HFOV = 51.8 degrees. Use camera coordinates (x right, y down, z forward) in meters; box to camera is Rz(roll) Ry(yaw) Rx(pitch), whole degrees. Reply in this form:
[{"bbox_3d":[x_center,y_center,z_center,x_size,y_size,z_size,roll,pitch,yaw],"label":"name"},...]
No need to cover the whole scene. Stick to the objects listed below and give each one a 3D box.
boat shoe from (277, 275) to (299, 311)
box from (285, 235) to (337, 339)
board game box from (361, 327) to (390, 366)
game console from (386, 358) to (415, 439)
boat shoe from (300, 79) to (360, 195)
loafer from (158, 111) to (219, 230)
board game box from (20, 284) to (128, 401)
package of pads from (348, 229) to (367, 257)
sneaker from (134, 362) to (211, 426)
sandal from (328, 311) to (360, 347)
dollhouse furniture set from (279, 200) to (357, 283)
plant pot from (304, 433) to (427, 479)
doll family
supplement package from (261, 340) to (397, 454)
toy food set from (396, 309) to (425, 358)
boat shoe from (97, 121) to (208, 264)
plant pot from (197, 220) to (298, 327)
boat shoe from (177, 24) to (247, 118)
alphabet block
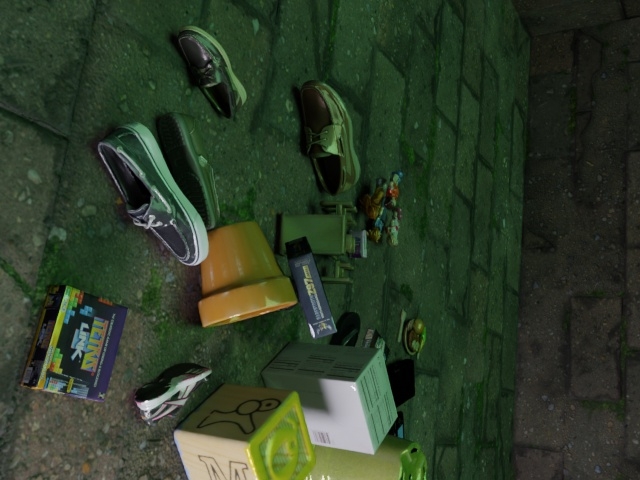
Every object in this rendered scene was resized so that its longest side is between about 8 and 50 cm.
[{"bbox_3d":[-0.082,0.139,1.603,0.226,0.083,0.076,-16,101,-58],"label":"boat shoe"},{"bbox_3d":[-0.025,0.099,1.474,0.233,0.059,0.183,-112,-177,-79],"label":"box"},{"bbox_3d":[0.144,0.409,1.998,0.136,0.030,0.260,60,42,-40],"label":"board game box"},{"bbox_3d":[0.257,0.579,2.148,0.213,0.044,0.361,-7,95,-59],"label":"game console"},{"bbox_3d":[0.019,-0.265,1.756,0.116,0.123,0.324,-51,128,-43],"label":"boat shoe"},{"bbox_3d":[-0.249,-0.143,1.345,0.087,0.094,0.251,-30,113,-50],"label":"loafer"},{"bbox_3d":[-0.411,0.176,1.116,0.141,0.048,0.170,32,62,-51],"label":"board game box"},{"bbox_3d":[0.110,0.011,1.943,0.032,0.050,0.083,2,87,-63],"label":"package of pads"},{"bbox_3d":[-0.290,0.303,1.297,0.178,0.072,0.077,-21,118,-48],"label":"sneaker"},{"bbox_3d":[0.064,0.307,1.851,0.254,0.054,0.097,-58,134,-42],"label":"sandal"},{"bbox_3d":[0.000,0.000,1.733,0.242,0.161,0.212,39,52,-76],"label":"dollhouse furniture set"},{"bbox_3d":[0.136,0.617,1.764,0.276,0.254,0.276,3,86,-58],"label":"plant pot"},{"bbox_3d":[0.184,-0.084,2.037,0.263,0.118,0.163,80,22,-47],"label":"doll family"},{"bbox_3d":[0.024,0.373,1.591,0.145,0.262,0.204,-41,122,-50],"label":"supplement package"},{"bbox_3d":[0.326,0.329,2.278,0.192,0.038,0.132,42,54,-48],"label":"toy food set"},{"bbox_3d":[-0.314,-0.068,1.230,0.102,0.108,0.301,-50,127,-47],"label":"boat shoe"},{"bbox_3d":[-0.169,0.067,1.388,0.205,0.205,0.188,-3,75,-58],"label":"plant pot"},{"bbox_3d":[-0.231,-0.352,1.401,0.223,0.080,0.073,55,40,-47],"label":"boat shoe"},{"bbox_3d":[-0.153,0.431,1.371,0.192,0.197,0.193,-40,122,-51],"label":"alphabet block"}]
